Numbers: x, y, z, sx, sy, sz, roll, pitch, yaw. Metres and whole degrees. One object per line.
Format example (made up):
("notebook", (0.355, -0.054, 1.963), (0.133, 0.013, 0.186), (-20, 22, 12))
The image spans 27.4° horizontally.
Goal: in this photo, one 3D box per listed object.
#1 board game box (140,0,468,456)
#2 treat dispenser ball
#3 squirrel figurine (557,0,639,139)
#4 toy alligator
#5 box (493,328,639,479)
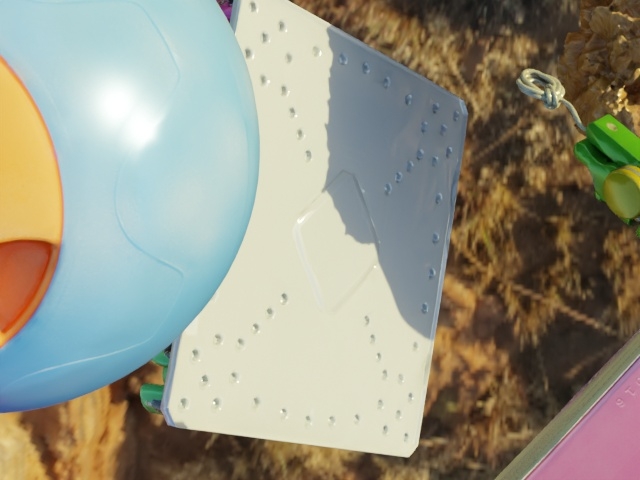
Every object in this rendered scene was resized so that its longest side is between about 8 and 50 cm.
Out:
("board game box", (0.000, 0.000, 1.275), (0.050, 0.390, 0.389), (4, 81, 38))
("treat dispenser ball", (-0.177, -0.050, 0.712), (0.288, 0.288, 0.288), (4, 119, 8))
("squirrel figurine", (0.412, -0.227, 1.199), (0.397, 0.281, 0.370), (9, 121, -28))
("toy alligator", (0.177, -0.030, 0.733), (0.190, 0.056, 0.051), (40, 140, 33))
("box", (0.188, 0.155, 0.815), (0.117, 0.243, 0.213), (44, 86, 10))
